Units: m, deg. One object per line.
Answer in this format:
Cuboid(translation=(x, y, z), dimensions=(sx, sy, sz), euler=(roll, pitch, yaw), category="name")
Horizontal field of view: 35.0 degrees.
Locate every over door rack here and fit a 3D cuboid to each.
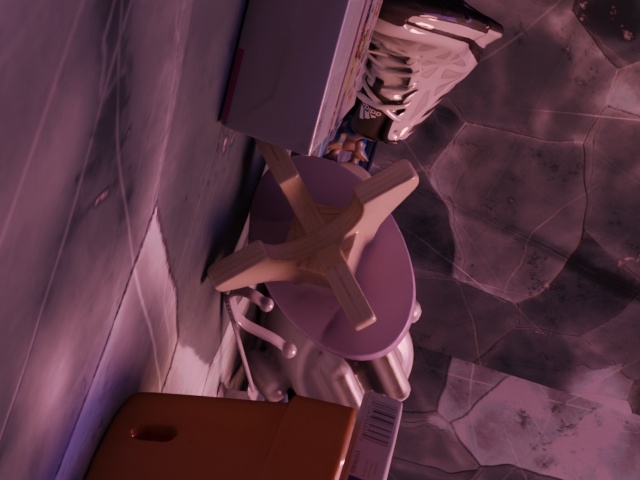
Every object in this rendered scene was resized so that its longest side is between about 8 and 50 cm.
Cuboid(translation=(-0.054, 0.070, 1.429), dimensions=(0.324, 0.108, 0.239), euler=(101, 9, -57), category="over door rack")

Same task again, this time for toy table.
Cuboid(translation=(0.000, 0.000, 1.170), dimensions=(0.252, 0.274, 0.161), euler=(-40, 160, -3), category="toy table")

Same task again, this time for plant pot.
Cuboid(translation=(-0.105, 0.264, 0.924), dimensions=(0.291, 0.204, 0.290), euler=(17, 90, -86), category="plant pot")

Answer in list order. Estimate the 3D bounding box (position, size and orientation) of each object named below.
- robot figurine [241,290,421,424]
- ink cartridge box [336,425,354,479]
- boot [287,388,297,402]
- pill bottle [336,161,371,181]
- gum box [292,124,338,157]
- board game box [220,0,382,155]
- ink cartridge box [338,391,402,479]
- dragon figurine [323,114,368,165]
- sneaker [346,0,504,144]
Cuboid(translation=(0.020, 0.155, 1.642), dimensions=(0.353, 0.300, 0.199), euler=(44, -23, 62), category="robot figurine")
Cuboid(translation=(-0.066, 0.403, 1.565), dimensions=(0.283, 0.117, 0.207), euler=(-14, 129, -40), category="ink cartridge box")
Cuboid(translation=(-0.050, 0.273, 1.893), dimensions=(0.146, 0.367, 0.445), euler=(53, 12, -29), category="boot")
Cuboid(translation=(0.044, -0.046, 1.958), dimensions=(0.221, 0.121, 0.121), euler=(86, 20, -60), category="pill bottle")
Cuboid(translation=(0.010, -0.216, 1.533), dimensions=(0.184, 0.041, 0.156), euler=(-67, 172, -58), category="gum box")
Cuboid(translation=(0.001, -0.233, 1.041), dimensions=(0.303, 0.098, 0.224), euler=(-55, 162, -71), category="board game box")
Cuboid(translation=(0.020, 0.299, 0.984), dimensions=(0.223, 0.045, 0.223), euler=(-65, 171, -59), category="ink cartridge box")
Cuboid(translation=(0.066, -0.222, 1.890), dimensions=(0.289, 0.085, 0.144), euler=(107, -1, -82), category="dragon figurine")
Cuboid(translation=(0.125, -0.249, 1.506), dimensions=(0.257, 0.169, 0.447), euler=(-57, 163, 17), category="sneaker")
